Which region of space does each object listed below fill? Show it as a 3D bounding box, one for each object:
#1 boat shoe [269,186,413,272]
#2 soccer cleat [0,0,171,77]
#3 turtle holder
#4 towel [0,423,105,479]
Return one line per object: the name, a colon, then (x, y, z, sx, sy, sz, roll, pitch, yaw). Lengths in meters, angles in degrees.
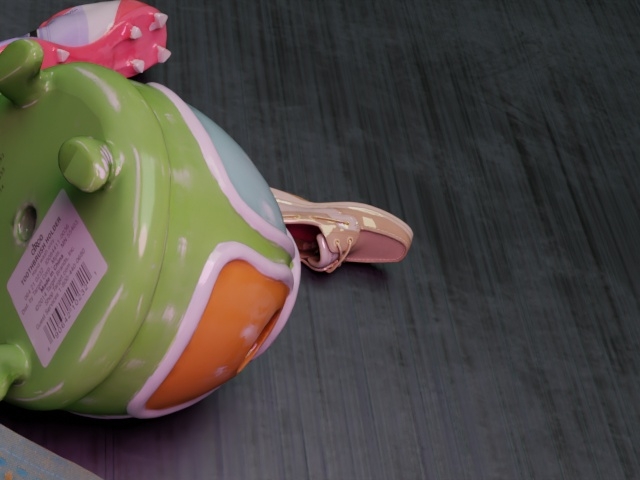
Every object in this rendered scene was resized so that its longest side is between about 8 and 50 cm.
boat shoe: (0.000, 0.000, 1.183, 0.170, 0.063, 0.059, 10, 44, -9)
soccer cleat: (-0.243, -0.164, 1.205, 0.095, 0.083, 0.248, 18, 34, 35)
turtle holder: (-0.161, 0.000, 0.975, 0.227, 0.243, 0.320, 15, -2, -42)
towel: (-0.250, 0.229, 0.723, 0.271, 0.040, 0.370, 38, 35, -23)
